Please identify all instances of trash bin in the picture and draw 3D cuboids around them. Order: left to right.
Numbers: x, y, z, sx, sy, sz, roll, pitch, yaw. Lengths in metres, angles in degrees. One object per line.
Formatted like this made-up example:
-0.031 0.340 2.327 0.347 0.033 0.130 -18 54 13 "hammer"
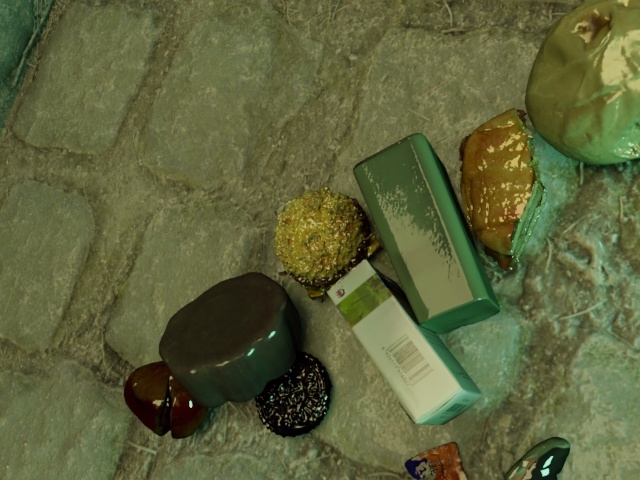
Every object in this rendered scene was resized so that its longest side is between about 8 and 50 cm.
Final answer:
0.213 -0.001 1.106 0.158 0.223 0.344 -24 67 18 "trash bin"

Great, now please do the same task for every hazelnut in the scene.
-0.358 0.368 1.307 0.203 0.178 0.178 9 76 1 "hazelnut"

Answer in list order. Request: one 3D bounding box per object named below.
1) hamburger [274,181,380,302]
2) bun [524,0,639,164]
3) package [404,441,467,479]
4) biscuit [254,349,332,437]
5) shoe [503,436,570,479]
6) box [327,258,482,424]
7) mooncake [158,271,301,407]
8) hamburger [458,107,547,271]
0.000 0.000 1.254 0.243 0.138 0.262 -43 59 7 "hamburger"
0.535 -0.327 1.009 0.364 0.202 0.365 -23 55 37 "bun"
0.220 0.438 1.064 0.110 0.033 0.077 -19 42 6 "package"
-0.063 0.337 1.227 0.194 0.053 0.195 -9 69 24 "biscuit"
0.358 0.473 0.933 0.137 0.114 0.291 25 89 36 "shoe"
0.163 0.199 1.071 0.106 0.200 0.299 -40 61 9 "box"
-0.189 0.215 1.217 0.305 0.154 0.306 -14 37 11 "mooncake"
0.359 -0.113 1.101 0.245 0.155 0.282 38 98 35 "hamburger"
